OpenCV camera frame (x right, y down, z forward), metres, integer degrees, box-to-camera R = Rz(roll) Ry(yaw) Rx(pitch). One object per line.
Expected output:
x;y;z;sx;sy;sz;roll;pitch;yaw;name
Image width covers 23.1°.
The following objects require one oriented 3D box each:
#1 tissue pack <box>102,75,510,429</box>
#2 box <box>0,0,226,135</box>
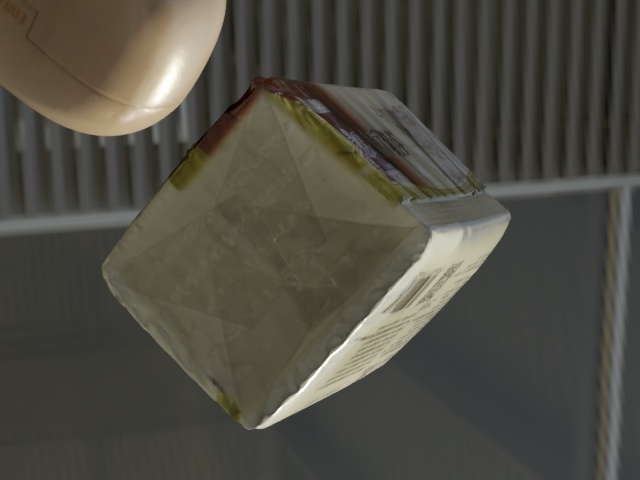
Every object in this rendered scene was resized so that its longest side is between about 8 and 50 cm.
-0.001;0.000;0.633;0.099;0.148;0.106;45;-75;10;tissue pack
-0.141;-0.148;0.834;0.200;0.088;0.146;42;-55;13;box
